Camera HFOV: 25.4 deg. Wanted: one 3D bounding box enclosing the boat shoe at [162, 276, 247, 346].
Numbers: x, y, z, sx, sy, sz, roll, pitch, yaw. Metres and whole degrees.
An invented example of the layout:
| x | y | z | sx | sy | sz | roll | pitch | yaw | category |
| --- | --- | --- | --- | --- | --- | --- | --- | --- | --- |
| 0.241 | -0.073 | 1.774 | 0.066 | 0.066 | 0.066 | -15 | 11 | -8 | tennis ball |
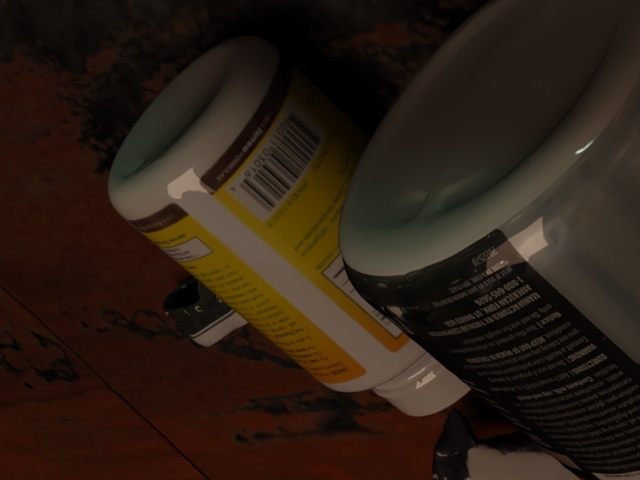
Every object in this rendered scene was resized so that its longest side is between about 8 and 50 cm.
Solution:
| x | y | z | sx | sy | sz | roll | pitch | yaw | category |
| --- | --- | --- | --- | --- | --- | --- | --- | --- | --- |
| -0.059 | 0.028 | 0.885 | 0.040 | 0.049 | 0.142 | 33 | 145 | -12 | boat shoe |

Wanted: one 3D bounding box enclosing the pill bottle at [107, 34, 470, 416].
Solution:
| x | y | z | sx | sy | sz | roll | pitch | yaw | category |
| --- | --- | --- | --- | --- | --- | --- | --- | --- | --- |
| 0.000 | 0.000 | 0.755 | 0.215 | 0.117 | 0.117 | 42 | 140 | -23 | pill bottle |

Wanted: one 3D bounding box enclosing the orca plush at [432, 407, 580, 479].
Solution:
| x | y | z | sx | sy | sz | roll | pitch | yaw | category |
| --- | --- | --- | --- | --- | --- | --- | --- | --- | --- |
| 0.212 | 0.189 | 0.895 | 0.287 | 0.151 | 0.102 | 2 | 170 | 23 | orca plush |

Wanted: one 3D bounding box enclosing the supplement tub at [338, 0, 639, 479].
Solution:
| x | y | z | sx | sy | sz | roll | pitch | yaw | category |
| --- | --- | --- | --- | --- | --- | --- | --- | --- | --- |
| 0.178 | 0.035 | 0.634 | 0.316 | 0.194 | 0.193 | 40 | 141 | -22 | supplement tub |
